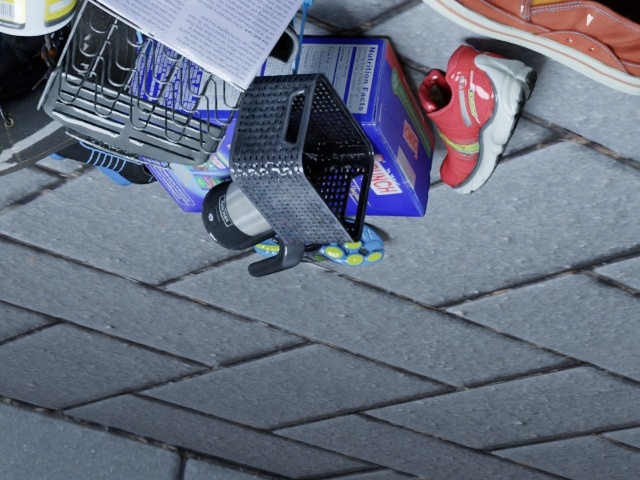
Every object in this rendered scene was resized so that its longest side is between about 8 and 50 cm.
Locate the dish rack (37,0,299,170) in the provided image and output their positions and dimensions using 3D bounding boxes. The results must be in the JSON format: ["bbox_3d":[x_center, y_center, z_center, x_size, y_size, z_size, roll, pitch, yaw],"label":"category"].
[{"bbox_3d":[-0.158,-0.164,1.682,0.208,0.074,0.271,20,135,-13],"label":"dish rack"}]

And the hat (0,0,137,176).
[{"bbox_3d":[-0.348,-0.229,1.797,0.331,0.331,0.134,10,-158,-4],"label":"hat"}]

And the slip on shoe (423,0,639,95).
[{"bbox_3d":[0.206,-0.244,1.656,0.331,0.123,0.101,20,125,-18],"label":"slip on shoe"}]

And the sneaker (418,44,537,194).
[{"bbox_3d":[0.166,-0.147,1.971,0.118,0.107,0.279,26,157,4],"label":"sneaker"}]

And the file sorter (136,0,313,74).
[{"bbox_3d":[-0.099,-0.241,1.766,0.170,0.104,0.118,8,160,4],"label":"file sorter"}]

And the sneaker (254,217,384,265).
[{"bbox_3d":[0.000,0.000,2.477,0.188,0.067,0.078,3,-179,10],"label":"sneaker"}]

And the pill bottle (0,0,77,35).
[{"bbox_3d":[-0.276,-0.292,1.621,0.103,0.103,0.184,9,130,-2],"label":"pill bottle"}]

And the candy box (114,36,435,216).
[{"bbox_3d":[-0.048,-0.130,2.029,0.317,0.122,0.268,3,158,17],"label":"candy box"}]

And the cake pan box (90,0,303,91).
[{"bbox_3d":[-0.106,-0.288,1.393,0.267,0.246,0.070,29,-174,-25],"label":"cake pan box"}]

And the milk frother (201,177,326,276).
[{"bbox_3d":[-0.037,-0.037,1.987,0.143,0.129,0.135,-31,-175,-34],"label":"milk frother"}]

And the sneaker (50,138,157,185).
[{"bbox_3d":[-0.270,-0.130,2.192,0.090,0.081,0.232,-8,162,32],"label":"sneaker"}]

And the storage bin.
[{"bbox_3d":[-0.017,-0.083,1.812,0.084,0.122,0.180,-1,153,24],"label":"storage bin"}]
